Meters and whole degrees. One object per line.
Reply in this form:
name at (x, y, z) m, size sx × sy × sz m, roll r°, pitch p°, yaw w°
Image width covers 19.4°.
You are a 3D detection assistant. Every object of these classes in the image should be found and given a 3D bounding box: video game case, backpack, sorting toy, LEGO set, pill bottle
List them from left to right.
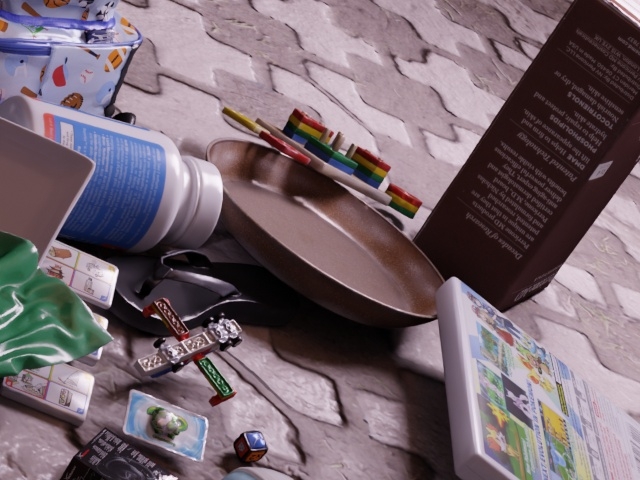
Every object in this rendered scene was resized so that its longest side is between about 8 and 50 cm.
backpack at (-0.334, -0.222, 1.844) m, size 0.276 × 0.213 × 0.263 m, roll 37°, pitch 35°, yaw 30°
pill bottle at (-0.209, -0.056, 1.796) m, size 0.221 × 0.124 × 0.124 m, roll 15°, pitch 30°, yaw -33°
LEGO set at (-0.158, 0.116, 1.645) m, size 0.244 × 0.060 × 0.182 m, roll 23°, pitch 43°, yaw -17°
sorting toy at (0.005, -0.108, 2.164) m, size 0.274 × 0.046 × 0.132 m, roll 24°, pitch 9°, yaw -47°
video game case at (0.239, 0.209, 1.857) m, size 0.300 × 0.036 × 0.329 m, roll 38°, pitch 22°, yaw -19°

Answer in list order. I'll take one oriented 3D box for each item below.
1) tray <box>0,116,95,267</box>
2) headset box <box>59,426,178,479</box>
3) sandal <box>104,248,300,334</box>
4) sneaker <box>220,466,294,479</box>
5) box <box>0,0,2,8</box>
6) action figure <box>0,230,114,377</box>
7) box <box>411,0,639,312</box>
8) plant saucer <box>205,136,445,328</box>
tray at (-0.350, -0.062, 1.657) m, size 0.270 × 0.030 × 0.145 m, roll 24°, pitch 61°, yaw 4°
headset box at (-0.158, 0.195, 1.500) m, size 0.083 × 0.032 × 0.062 m, roll 35°, pitch 25°, yaw 5°
sandal at (-0.117, 0.038, 1.810) m, size 0.254 × 0.054 × 0.097 m, roll -1°, pitch 40°, yaw -50°
sneaker at (-0.084, 0.269, 1.328) m, size 0.150 × 0.135 × 0.366 m, roll 27°, pitch 24°, yaw -18°
box at (-0.518, -0.175, 1.335) m, size 0.471 × 0.297 × 0.480 m, roll 15°, pitch 25°, yaw 4°
action figure at (-0.286, 0.088, 1.496) m, size 0.137 × 0.063 × 0.232 m, roll 39°, pitch 37°, yaw 11°
box at (0.280, -0.108, 2.153) m, size 0.143 × 0.381 × 0.191 m, roll 42°, pitch 27°, yaw 15°
plant saucer at (0.000, 0.000, 1.990) m, size 0.310 × 0.050 × 0.310 m, roll 31°, pitch 18°, yaw -11°
